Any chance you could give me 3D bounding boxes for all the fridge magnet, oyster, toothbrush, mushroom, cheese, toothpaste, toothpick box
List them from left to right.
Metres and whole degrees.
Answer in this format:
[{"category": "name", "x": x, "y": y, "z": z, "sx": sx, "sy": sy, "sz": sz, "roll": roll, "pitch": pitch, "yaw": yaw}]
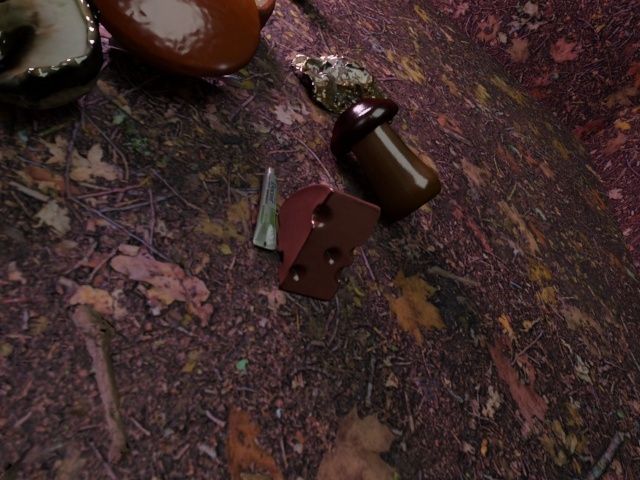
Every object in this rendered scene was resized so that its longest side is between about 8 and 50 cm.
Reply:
[{"category": "mushroom", "x": -0.485, "y": -0.342, "z": 0.667, "sx": 0.247, "sy": 0.130, "sz": 0.344, "roll": -37, "pitch": 84, "yaw": -32}, {"category": "fridge magnet", "x": -0.291, "y": -0.479, "z": 0.848, "sx": 0.363, "sy": 0.155, "sz": 0.364, "roll": 15, "pitch": 62, "yaw": -31}, {"category": "toothbrush", "x": -0.302, "y": -0.386, "z": 0.919, "sx": 0.288, "sy": 0.021, "sz": 0.024, "roll": 6, "pitch": 50, "yaw": -37}, {"category": "toothpaste", "x": -0.103, "y": -0.068, "z": 0.831, "sx": 0.048, "sy": 0.029, "sz": 0.197, "roll": 20, "pitch": 51, "yaw": -26}, {"category": "cheese", "x": 0.011, "y": -0.025, "z": 0.778, "sx": 0.128, "sy": 0.177, "sz": 0.203, "roll": 20, "pitch": 48, "yaw": -27}, {"category": "oyster", "x": 0.091, "y": -0.453, "z": 1.236, "sx": 0.354, "sy": 0.107, "sz": 0.201, "roll": 12, "pitch": 56, "yaw": -33}, {"category": "toothpick box", "x": 0.155, "y": -0.202, "z": 1.038, "sx": 0.294, "sy": 0.192, "sz": 0.192, "roll": 55, "pitch": 42, "yaw": 0}]

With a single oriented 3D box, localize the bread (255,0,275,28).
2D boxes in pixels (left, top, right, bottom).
[{"category": "bread", "x": -0.219, "y": -0.612, "z": 1.089, "sx": 0.190, "sy": 0.123, "sz": 0.244, "roll": 19, "pitch": 50, "yaw": -30}]
